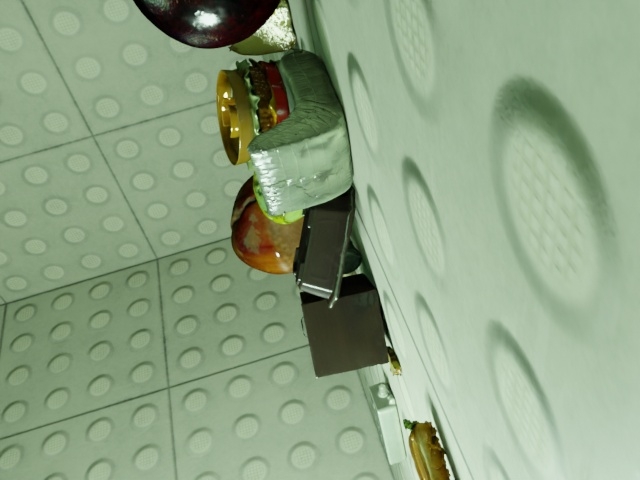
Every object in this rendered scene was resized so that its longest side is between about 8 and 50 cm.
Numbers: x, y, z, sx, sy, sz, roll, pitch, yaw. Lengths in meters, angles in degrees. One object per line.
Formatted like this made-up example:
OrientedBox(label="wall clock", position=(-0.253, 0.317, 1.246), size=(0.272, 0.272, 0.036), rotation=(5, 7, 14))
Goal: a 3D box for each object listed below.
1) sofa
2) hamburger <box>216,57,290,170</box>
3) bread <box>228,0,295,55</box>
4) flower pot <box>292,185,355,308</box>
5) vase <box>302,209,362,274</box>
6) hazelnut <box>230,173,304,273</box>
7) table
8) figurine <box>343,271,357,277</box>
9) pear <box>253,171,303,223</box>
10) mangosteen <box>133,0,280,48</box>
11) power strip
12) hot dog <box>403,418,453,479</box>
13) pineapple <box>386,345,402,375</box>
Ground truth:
OrientedBox(label="sofa", position=(-0.051, -0.197, 1.192), size=(0.210, 0.176, 0.225), rotation=(77, 175, -58))
OrientedBox(label="hamburger", position=(-0.125, -0.308, 1.578), size=(0.274, 0.212, 0.274), rotation=(170, 90, -72))
OrientedBox(label="bread", position=(-0.156, -0.522, 1.513), size=(0.140, 0.160, 0.169), rotation=(76, 176, -48))
OrientedBox(label="flower pot", position=(0.000, 0.000, 1.320), size=(0.179, 0.084, 0.251), rotation=(-114, 33, -72))
OrientedBox(label="vase", position=(0.031, -0.017, 1.560), size=(0.096, 0.096, 0.219), rotation=(76, 173, -46))
OrientedBox(label="hazelnut", position=(-0.143, -0.059, 2.156), size=(0.315, 0.372, 0.372), rotation=(29, -144, -52))
OrientedBox(label="table", position=(0.044, 0.186, 1.473), size=(0.193, 0.172, 0.169), rotation=(-117, 17, -80))
OrientedBox(label="figurine", position=(0.077, 0.078, 1.726), size=(0.050, 0.047, 0.083), rotation=(111, 152, -61))
OrientedBox(label="pear", position=(-0.114, -0.179, 1.816), size=(0.238, 0.164, 0.255), rotation=(62, 154, 12))
OrientedBox(label="mangosteen", position=(-0.182, -0.498, 1.150), size=(0.347, 0.307, 0.307), rotation=(-33, -71, -63))
OrientedBox(label="power strip", position=(0.190, 0.514, 1.833), size=(0.098, 0.058, 0.338), rotation=(-109, 4, -49))
OrientedBox(label="hot dog", position=(0.190, 0.383, 1.075), size=(0.072, 0.055, 0.188), rotation=(89, 165, -69))
OrientedBox(label="pineapple", position=(0.160, 0.268, 1.406), size=(0.083, 0.019, 0.045), rotation=(-111, 11, -65))
